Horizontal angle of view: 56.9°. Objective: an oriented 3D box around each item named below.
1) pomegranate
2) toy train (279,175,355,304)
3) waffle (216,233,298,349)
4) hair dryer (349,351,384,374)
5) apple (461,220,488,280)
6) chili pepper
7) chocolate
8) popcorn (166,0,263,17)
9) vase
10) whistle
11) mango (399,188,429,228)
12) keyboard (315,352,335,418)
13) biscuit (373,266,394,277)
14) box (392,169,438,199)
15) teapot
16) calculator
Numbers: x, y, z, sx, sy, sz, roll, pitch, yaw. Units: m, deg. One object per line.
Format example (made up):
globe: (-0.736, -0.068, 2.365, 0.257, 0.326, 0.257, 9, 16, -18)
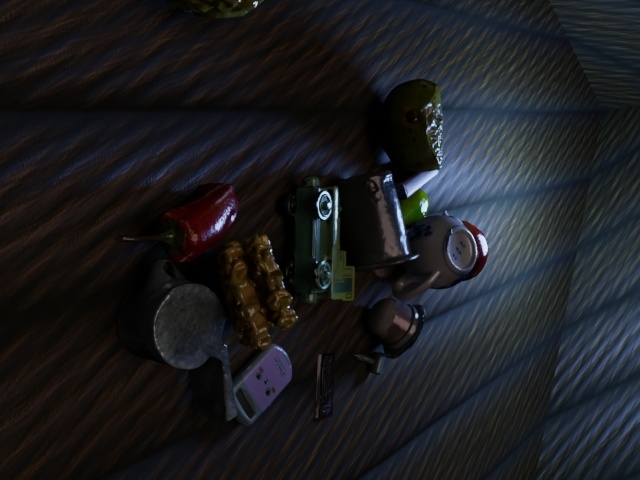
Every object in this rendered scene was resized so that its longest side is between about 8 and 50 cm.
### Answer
pomegranate: (0.311, -0.380, 2.024, 0.358, 0.216, 0.310, 7, 79, -77)
toy train: (0.000, 0.000, 1.723, 0.237, 0.150, 0.369, 5, 86, -55)
waffle: (-0.162, 0.123, 1.420, 0.151, 0.324, 0.261, -18, 88, -14)
hair dryer: (0.149, 0.393, 1.957, 0.150, 0.047, 0.071, 26, 69, -33)
apple: (0.521, 0.040, 2.226, 0.201, 0.218, 0.218, -51, 125, -31)
chili pepper: (-0.299, -0.018, 1.327, 0.338, 0.134, 0.131, -55, 141, -60)
chocolate: (0.228, 0.274, 1.960, 0.147, 0.221, 0.221, 28, 67, -16)
popcorn: (-0.231, -0.664, 1.372, 0.335, 0.274, 0.279, -9, 54, -24)
vase: (0.169, -0.066, 1.852, 0.245, 0.245, 0.291, -14, 94, -46)
whistle: (-0.302, 0.236, 1.371, 0.188, 0.168, 0.405, -54, 126, -31)
mango: (0.301, -0.092, 2.066, 0.233, 0.111, 0.125, -49, 118, -37)
keyboard: (0.017, 0.448, 1.824, 0.074, 0.015, 0.196, 8, 84, -47)
biscuit: (0.217, 0.056, 2.039, 0.152, 0.020, 0.152, -2, 93, -47)
box: (0.307, -0.210, 2.068, 0.224, 0.120, 0.069, -35, 112, -40)
teapot: (0.380, 0.044, 2.027, 0.252, 0.280, 0.424, 50, 59, -21)
calculator: (-0.171, 0.390, 1.602, 0.246, 0.045, 0.141, -42, 119, -38)
